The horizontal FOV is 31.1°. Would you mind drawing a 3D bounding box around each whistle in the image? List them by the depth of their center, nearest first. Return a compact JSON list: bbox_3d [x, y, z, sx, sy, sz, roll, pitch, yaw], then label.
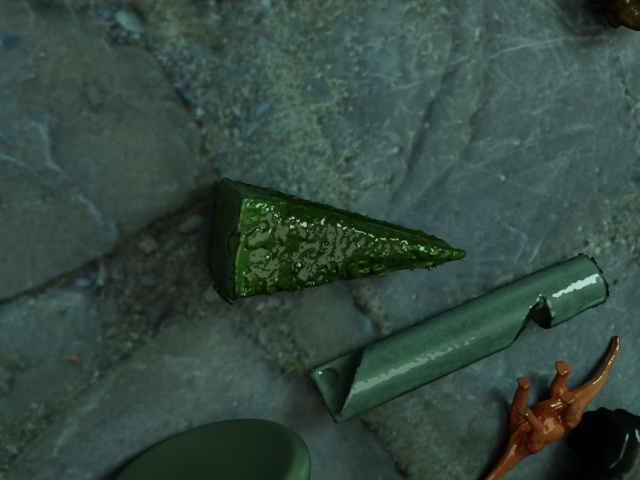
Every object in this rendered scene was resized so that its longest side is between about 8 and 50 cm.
[{"bbox_3d":[0.140,0.094,1.136,0.312,0.062,0.062,-22,108,-14],"label":"whistle"}]

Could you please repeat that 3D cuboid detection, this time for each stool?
[{"bbox_3d":[-0.082,0.291,1.029,0.195,0.195,0.198,-21,112,-16],"label":"stool"}]

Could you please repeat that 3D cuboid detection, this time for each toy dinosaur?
[{"bbox_3d":[0.218,0.192,1.188,0.279,0.055,0.101,-31,133,-14],"label":"toy dinosaur"}]

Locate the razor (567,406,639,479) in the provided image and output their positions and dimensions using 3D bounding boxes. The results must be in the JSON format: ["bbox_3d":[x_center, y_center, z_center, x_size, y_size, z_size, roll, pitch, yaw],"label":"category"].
[{"bbox_3d":[0.306,0.344,1.226,0.189,0.107,0.327,23,92,-24],"label":"razor"}]

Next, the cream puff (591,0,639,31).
[{"bbox_3d":[0.313,-0.259,1.106,0.094,0.122,0.116,-15,67,-24],"label":"cream puff"}]

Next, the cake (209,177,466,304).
[{"bbox_3d":[0.016,-0.013,1.046,0.235,0.100,0.099,-7,104,-18],"label":"cake"}]
